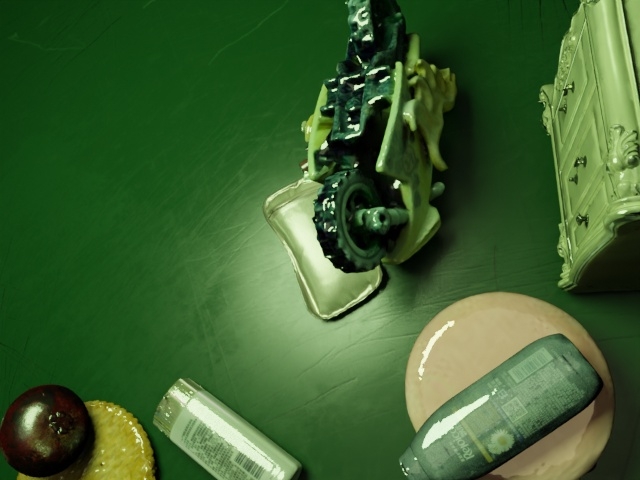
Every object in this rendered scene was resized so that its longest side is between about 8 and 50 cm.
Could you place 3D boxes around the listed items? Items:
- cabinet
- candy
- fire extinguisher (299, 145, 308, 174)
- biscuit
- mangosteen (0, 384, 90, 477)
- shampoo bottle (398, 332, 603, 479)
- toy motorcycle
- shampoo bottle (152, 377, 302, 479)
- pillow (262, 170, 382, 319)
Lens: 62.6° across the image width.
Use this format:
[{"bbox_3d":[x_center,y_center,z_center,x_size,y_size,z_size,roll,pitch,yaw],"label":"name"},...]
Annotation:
[{"bbox_3d":[0.393,-0.128,0.599,0.228,0.290,0.317,-4,71,14],"label":"cabinet"},{"bbox_3d":[0.235,0.192,0.657,0.256,0.094,0.255,-5,72,15],"label":"candy"},{"bbox_3d":[0.008,-0.149,0.866,0.100,0.032,0.046,-33,34,6],"label":"fire extinguisher"},{"bbox_3d":[-0.365,0.376,0.815,0.254,0.035,0.253,-5,71,16],"label":"biscuit"},{"bbox_3d":[-0.415,0.286,0.783,0.140,0.140,0.140,-5,73,16],"label":"mangosteen"},{"bbox_3d":[0.195,0.198,0.587,0.234,0.049,0.087,-37,69,3],"label":"shampoo bottle"},{"bbox_3d":[0.088,-0.141,0.727,0.169,0.237,0.409,-2,71,31],"label":"toy motorcycle"},{"bbox_3d":[-0.139,0.294,0.761,0.227,0.056,0.086,28,86,22],"label":"shampoo bottle"},{"bbox_3d":[0.000,0.000,0.815,0.131,0.038,0.232,-29,69,4],"label":"pillow"}]
